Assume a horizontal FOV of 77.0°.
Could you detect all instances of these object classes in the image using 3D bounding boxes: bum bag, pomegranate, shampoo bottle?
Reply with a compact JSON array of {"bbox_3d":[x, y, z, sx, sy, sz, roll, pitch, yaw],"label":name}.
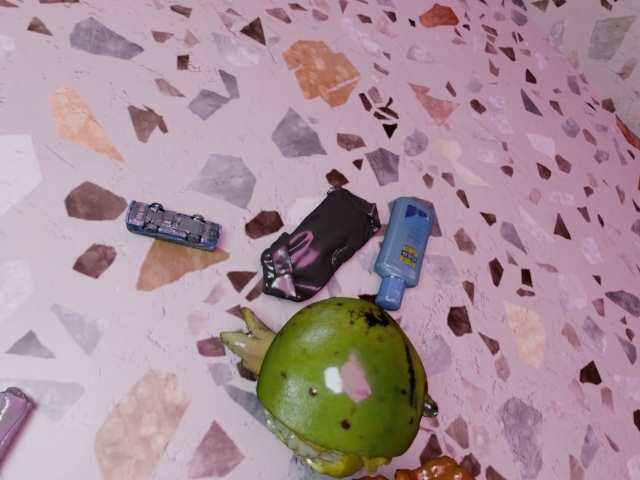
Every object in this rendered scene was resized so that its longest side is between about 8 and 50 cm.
[{"bbox_3d":[0.000,0.000,0.793,0.326,0.080,0.142,-41,96,-36],"label":"bum bag"},{"bbox_3d":[0.004,0.199,0.616,0.341,0.260,0.260,23,57,17],"label":"pomegranate"},{"bbox_3d":[0.176,0.029,0.867,0.104,0.061,0.258,29,60,-12],"label":"shampoo bottle"}]

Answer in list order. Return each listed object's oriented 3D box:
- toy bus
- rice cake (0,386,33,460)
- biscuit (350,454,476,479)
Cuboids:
[{"bbox_3d":[-0.250,-0.021,0.690,0.153,0.061,0.051,15,61,-20],"label":"toy bus"},{"bbox_3d":[-0.430,0.309,0.468,0.049,0.055,0.269,27,58,-18],"label":"rice cake"},{"bbox_3d":[0.083,0.475,0.550,0.312,0.110,0.318,2,101,-22],"label":"biscuit"}]
